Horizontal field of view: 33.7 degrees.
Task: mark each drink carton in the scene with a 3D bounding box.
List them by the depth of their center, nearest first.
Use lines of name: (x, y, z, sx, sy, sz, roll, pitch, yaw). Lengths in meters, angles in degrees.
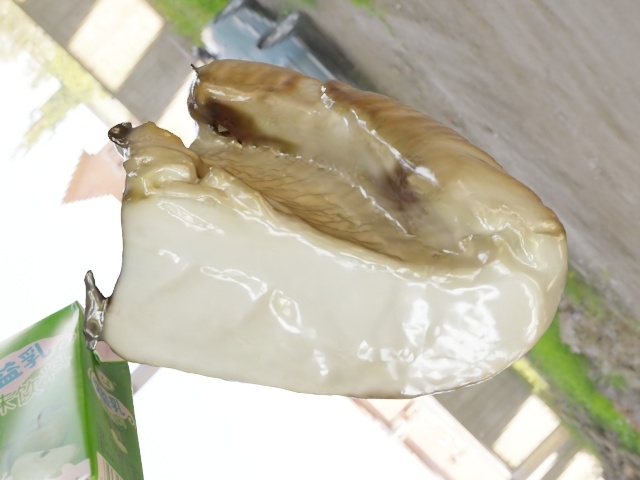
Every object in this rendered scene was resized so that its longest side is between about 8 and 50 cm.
drink carton: (-0.256, 0.197, 0.966, 0.108, 0.161, 0.271, 60, -176, -34)

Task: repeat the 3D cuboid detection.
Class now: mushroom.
mushroom: (0.027, -0.015, 0.974, 0.397, 0.224, 0.313, 9, -152, 13)
